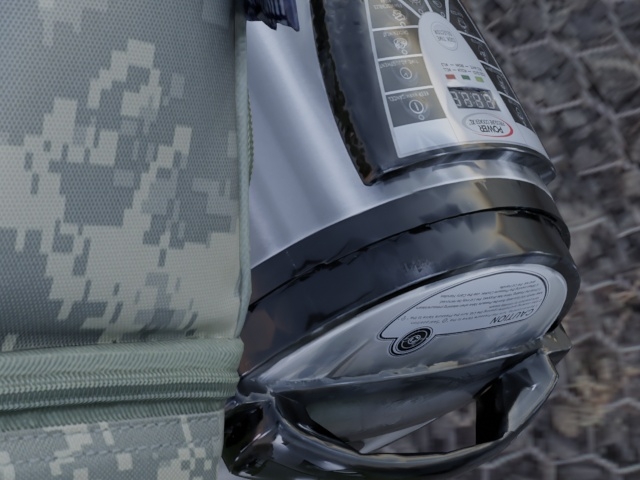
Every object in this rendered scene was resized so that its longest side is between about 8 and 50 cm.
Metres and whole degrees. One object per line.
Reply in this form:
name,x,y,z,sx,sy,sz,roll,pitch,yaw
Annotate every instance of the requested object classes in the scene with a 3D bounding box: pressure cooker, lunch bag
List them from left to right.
lunch bag,-0.168,-0.013,0.492,0.305,0.212,0.256,7,94,35
pressure cooker,-0.002,0.003,1.387,0.369,0.375,0.420,-25,67,-4
